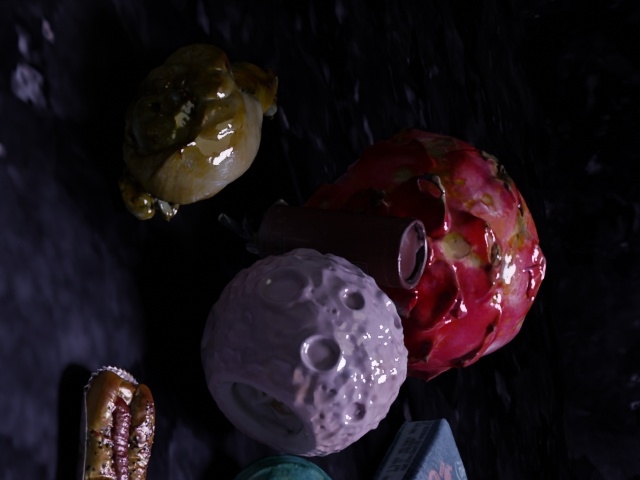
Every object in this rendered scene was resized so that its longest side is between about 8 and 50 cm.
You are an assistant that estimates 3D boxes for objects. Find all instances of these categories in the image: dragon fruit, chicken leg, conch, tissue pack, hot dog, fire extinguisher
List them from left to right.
[{"bbox_3d":[-0.213,0.226,1.304,0.108,0.059,0.191,35,49,-54],"label":"hot dog"},{"bbox_3d":[-0.133,-0.159,1.613,0.429,0.152,0.201,-55,143,-71],"label":"chicken leg"},{"bbox_3d":[-0.039,0.359,1.550,0.202,0.134,0.196,15,55,-69],"label":"conch"},{"bbox_3d":[0.000,0.000,1.671,0.105,0.269,0.105,-26,119,-58],"label":"fire extinguisher"},{"bbox_3d":[0.110,0.037,1.807,0.249,0.386,0.371,-27,121,-56],"label":"dragon fruit"},{"bbox_3d":[0.164,0.456,2.060,0.315,0.103,0.228,-43,121,-64],"label":"tissue pack"}]

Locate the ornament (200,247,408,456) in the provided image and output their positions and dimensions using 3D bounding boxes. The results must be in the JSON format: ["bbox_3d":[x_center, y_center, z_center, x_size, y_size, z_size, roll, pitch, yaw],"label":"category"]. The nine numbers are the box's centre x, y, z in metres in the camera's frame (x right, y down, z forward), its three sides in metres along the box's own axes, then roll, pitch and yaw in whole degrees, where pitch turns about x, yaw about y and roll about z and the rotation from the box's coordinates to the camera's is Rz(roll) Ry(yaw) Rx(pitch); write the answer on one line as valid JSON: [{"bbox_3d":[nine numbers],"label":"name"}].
[{"bbox_3d":[-0.017,0.132,1.564,0.225,0.259,0.259,-54,133,-32],"label":"ornament"}]
